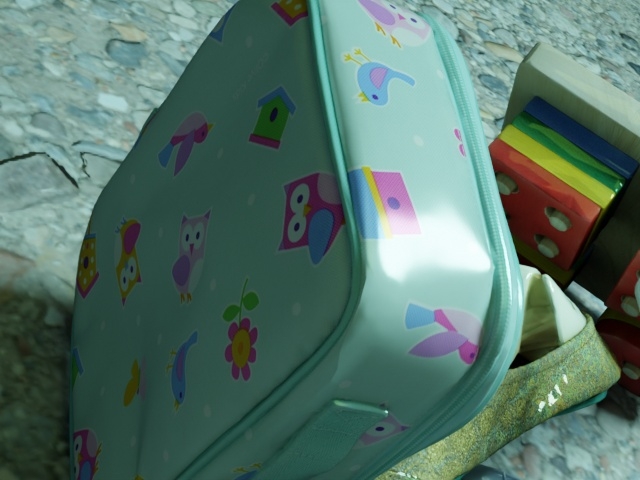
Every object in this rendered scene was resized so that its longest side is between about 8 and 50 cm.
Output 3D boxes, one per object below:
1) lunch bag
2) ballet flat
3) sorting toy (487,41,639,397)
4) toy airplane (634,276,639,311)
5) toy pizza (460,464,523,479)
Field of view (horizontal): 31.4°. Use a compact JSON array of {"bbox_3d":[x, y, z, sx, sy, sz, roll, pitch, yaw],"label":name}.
[{"bbox_3d":[-0.029,0.031,0.555,0.108,0.279,0.224,11,51,-31],"label":"lunch bag"},{"bbox_3d":[0.103,0.072,0.726,0.123,0.123,0.349,48,31,19],"label":"ballet flat"},{"bbox_3d":[0.224,0.014,0.859,0.255,0.257,0.089,37,72,15],"label":"sorting toy"},{"bbox_3d":[0.277,0.173,0.594,0.386,0.272,0.384,57,0,-29],"label":"toy airplane"},{"bbox_3d":[0.107,0.216,0.659,0.201,0.032,0.201,22,35,-17],"label":"toy pizza"}]
